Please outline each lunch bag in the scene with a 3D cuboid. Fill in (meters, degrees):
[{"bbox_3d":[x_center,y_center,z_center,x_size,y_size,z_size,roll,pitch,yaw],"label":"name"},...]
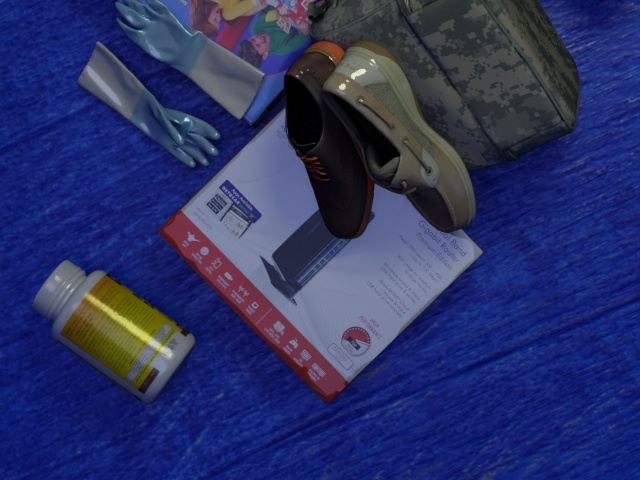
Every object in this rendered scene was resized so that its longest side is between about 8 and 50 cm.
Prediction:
[{"bbox_3d":[0.159,-0.238,1.728,0.256,0.212,0.305,-27,116,26],"label":"lunch bag"}]

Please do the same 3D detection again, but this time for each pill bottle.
[{"bbox_3d":[-0.287,0.121,1.830,0.215,0.117,0.117,36,93,0],"label":"pill bottle"}]

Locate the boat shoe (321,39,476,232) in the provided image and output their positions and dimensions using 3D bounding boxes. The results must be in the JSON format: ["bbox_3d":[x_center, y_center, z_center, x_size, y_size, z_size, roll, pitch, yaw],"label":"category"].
[{"bbox_3d":[0.096,-0.108,1.672,0.098,0.109,0.302,-51,128,-24],"label":"boat shoe"}]

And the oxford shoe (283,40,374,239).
[{"bbox_3d":[-0.001,-0.113,1.704,0.097,0.098,0.271,6,121,35],"label":"oxford shoe"}]

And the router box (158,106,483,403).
[{"bbox_3d":[0.000,0.000,1.835,0.335,0.082,0.301,45,93,0],"label":"router box"}]

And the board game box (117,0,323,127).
[{"bbox_3d":[-0.141,-0.359,1.828,0.347,0.078,0.233,43,92,0],"label":"board game box"}]

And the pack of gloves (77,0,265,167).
[{"bbox_3d":[-0.214,-0.212,1.797,0.232,0.046,0.195,36,126,4],"label":"pack of gloves"}]
